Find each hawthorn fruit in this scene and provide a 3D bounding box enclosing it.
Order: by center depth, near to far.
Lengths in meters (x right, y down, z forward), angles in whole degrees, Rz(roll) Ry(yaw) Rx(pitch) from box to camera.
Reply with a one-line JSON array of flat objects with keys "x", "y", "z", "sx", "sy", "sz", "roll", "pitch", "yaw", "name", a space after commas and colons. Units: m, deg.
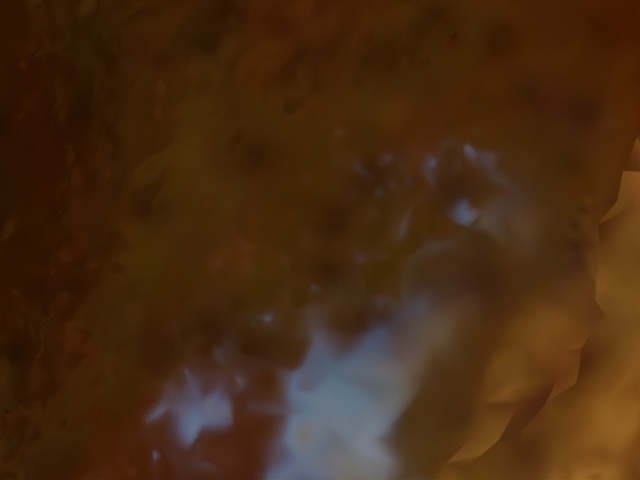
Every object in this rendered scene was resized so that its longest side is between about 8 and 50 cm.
[{"x": 0.000, "y": 0.000, "z": 0.589, "sx": 0.472, "sy": 0.472, "sz": 0.472, "roll": -46, "pitch": -161, "yaw": 21, "name": "hawthorn fruit"}]
